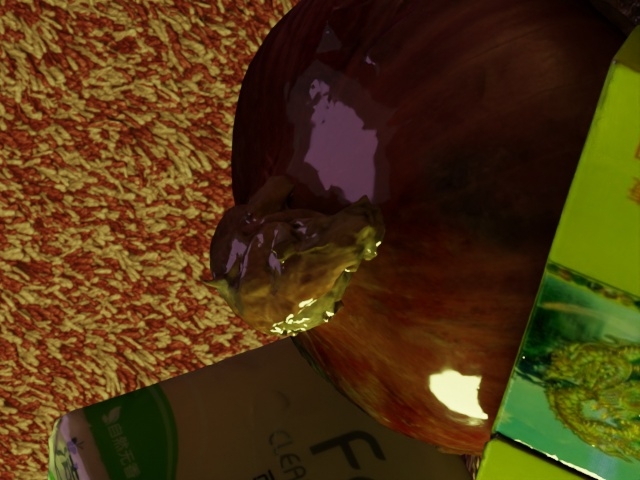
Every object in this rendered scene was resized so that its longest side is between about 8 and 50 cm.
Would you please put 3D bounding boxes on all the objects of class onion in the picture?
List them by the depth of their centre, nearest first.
[{"bbox_3d":[0.098,-0.020,0.856,0.353,0.353,0.354,-176,90,-83],"label":"onion"}]

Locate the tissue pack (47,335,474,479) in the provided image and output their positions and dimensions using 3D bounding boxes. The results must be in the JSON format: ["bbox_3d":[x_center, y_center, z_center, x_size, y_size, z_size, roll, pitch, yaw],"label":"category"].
[{"bbox_3d":[-0.016,0.299,1.111,0.405,0.331,0.205,63,157,25],"label":"tissue pack"}]

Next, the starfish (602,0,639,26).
[{"bbox_3d":[0.233,-0.160,0.849,0.299,0.060,0.302,85,172,-74],"label":"starfish"}]

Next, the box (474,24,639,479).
[{"bbox_3d":[0.195,0.070,0.656,0.047,0.187,0.335,-51,-22,-46],"label":"box"}]
